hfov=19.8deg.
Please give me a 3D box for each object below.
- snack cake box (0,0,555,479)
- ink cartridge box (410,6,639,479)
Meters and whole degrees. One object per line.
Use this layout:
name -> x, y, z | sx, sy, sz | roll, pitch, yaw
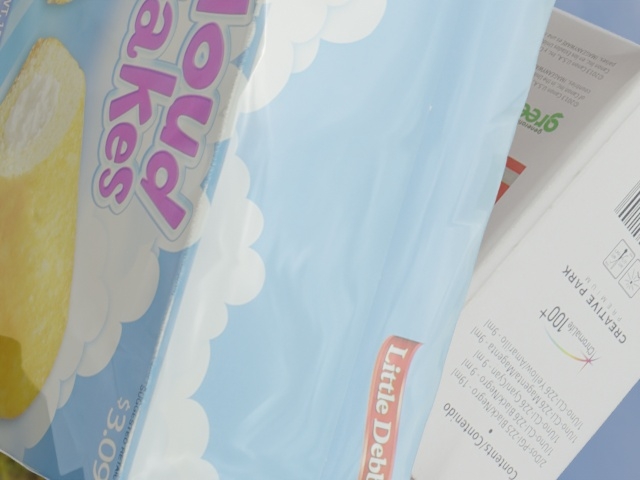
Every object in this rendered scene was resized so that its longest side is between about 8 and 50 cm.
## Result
snack cake box -> -0.019, -0.061, 0.510 | 0.152, 0.089, 0.264 | 15, -91, 56
ink cartridge box -> 0.000, 0.000, 0.880 | 0.309, 0.272, 0.130 | 35, -8, 48
